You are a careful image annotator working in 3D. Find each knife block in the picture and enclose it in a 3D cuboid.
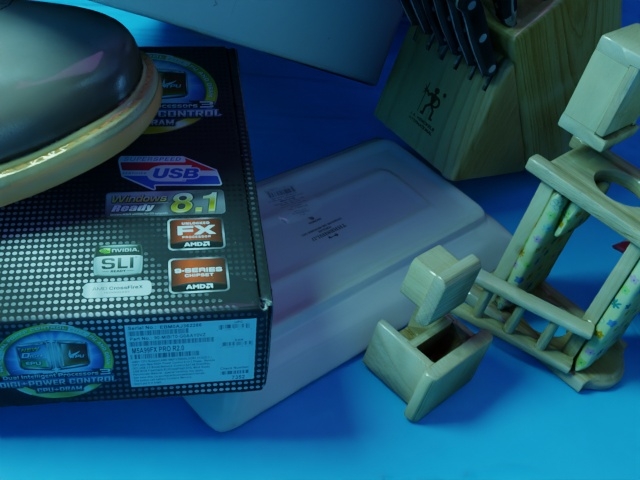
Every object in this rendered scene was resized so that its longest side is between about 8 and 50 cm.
[{"bbox_3d":[0.148,-0.164,0.573,0.275,0.242,0.088,-9,44,-42],"label":"knife block"}]

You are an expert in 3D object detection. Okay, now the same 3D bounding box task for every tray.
[{"bbox_3d":[0.000,0.000,0.525,0.270,0.030,0.145,-25,54,-39],"label":"tray"}]

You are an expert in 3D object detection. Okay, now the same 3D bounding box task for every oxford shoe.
[{"bbox_3d":[-0.250,-0.084,0.350,0.363,0.133,0.130,-2,42,-9],"label":"oxford shoe"}]

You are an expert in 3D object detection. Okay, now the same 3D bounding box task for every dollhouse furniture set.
[{"bbox_3d":[0.128,0.006,0.443,0.101,0.182,0.161,40,44,25],"label":"dollhouse furniture set"}]

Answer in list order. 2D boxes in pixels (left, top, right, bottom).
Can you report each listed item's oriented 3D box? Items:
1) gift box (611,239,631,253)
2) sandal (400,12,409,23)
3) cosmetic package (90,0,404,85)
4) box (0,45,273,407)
[{"bbox_3d":[0.342,0.004,0.464,0.276,0.258,0.255,-9,46,-27],"label":"gift box"},{"bbox_3d":[0.077,-0.237,0.768,0.317,0.126,0.138,-3,46,-11],"label":"sandal"},{"bbox_3d":[-0.096,-0.210,0.504,0.217,0.156,0.385,24,11,23],"label":"cosmetic package"},{"bbox_3d":[-0.168,-0.018,0.432,0.270,0.060,0.216,-2,43,-9],"label":"box"}]
